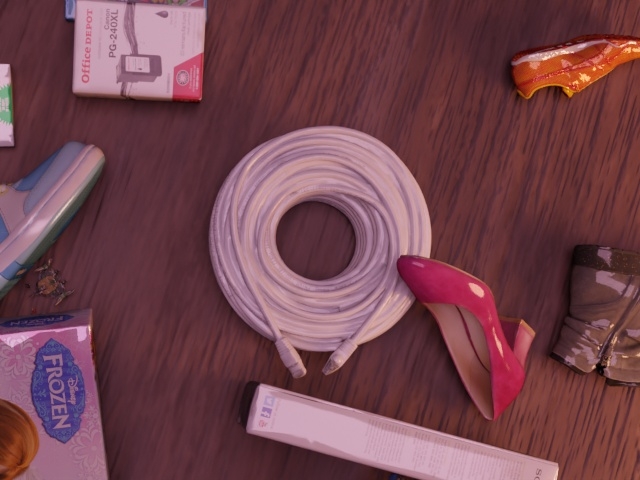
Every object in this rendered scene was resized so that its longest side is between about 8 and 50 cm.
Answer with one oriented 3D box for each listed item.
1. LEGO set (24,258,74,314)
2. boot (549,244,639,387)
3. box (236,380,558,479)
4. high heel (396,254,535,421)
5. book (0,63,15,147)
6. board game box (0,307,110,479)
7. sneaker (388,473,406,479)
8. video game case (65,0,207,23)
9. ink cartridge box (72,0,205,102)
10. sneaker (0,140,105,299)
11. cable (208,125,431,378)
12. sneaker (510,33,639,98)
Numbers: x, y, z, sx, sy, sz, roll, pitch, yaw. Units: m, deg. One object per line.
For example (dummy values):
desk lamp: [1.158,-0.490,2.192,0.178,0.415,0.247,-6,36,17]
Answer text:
LEGO set: [-0.314,0.062,1.515,0.054,0.023,0.083,25,95,-1]
boot: [0.402,0.100,1.565,0.246,0.083,0.161,9,90,1]
box: [0.073,0.218,1.431,0.322,0.232,0.058,17,83,-5]
high heel: [0.152,0.109,1.484,0.244,0.082,0.117,39,68,-43]
book: [-0.428,-0.153,1.521,0.144,0.035,0.096,-3,88,-8]
board game box: [-0.387,0.246,1.412,0.318,0.066,0.318,-6,105,-7]
sneaker: [0.056,0.322,1.514,0.135,0.052,0.058,-42,68,-2]
video game case: [-0.218,-0.318,1.566,0.166,0.015,0.119,0,84,-6]
ink cartridge box: [-0.211,-0.218,1.525,0.150,0.063,0.109,2,94,-7]
sneaker: [-0.407,-0.034,1.461,0.208,0.127,0.319,42,81,-2]
cable: [0.000,0.000,1.519,0.257,0.089,0.257,-38,89,-10]
sneaker: [0.316,-0.212,1.598,0.175,0.064,0.067,-13,105,-2]
